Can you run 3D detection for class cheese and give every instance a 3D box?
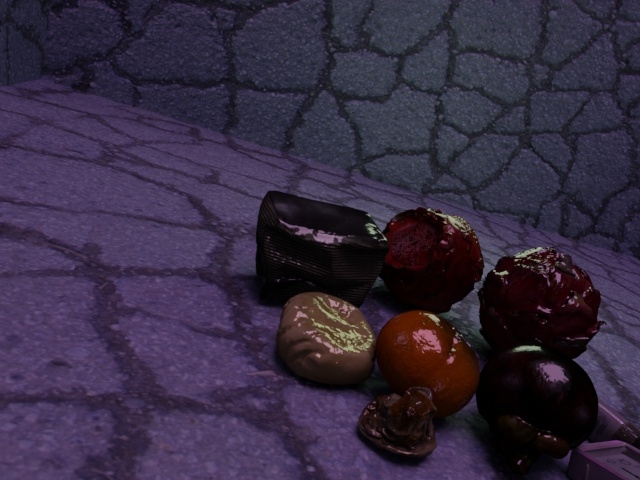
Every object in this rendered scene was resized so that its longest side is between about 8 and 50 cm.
[{"bbox_3d":[0.017,0.209,1.127,0.226,0.117,0.214,20,25,-9],"label":"cheese"}]

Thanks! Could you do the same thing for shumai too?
[{"bbox_3d":[0.155,0.314,0.959,0.146,0.116,0.145,16,18,-5],"label":"shumai"}]

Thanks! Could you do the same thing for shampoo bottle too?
[{"bbox_3d":[0.604,0.391,1.206,0.056,0.086,0.227,4,23,-32],"label":"shampoo bottle"}]

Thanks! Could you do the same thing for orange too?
[{"bbox_3d":[0.217,0.242,1.081,0.224,0.170,0.224,44,13,-13],"label":"orange"}]

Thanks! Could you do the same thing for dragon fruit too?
[{"bbox_3d":[0.567,0.185,1.407,0.329,0.329,0.329,17,20,-6],"label":"dragon fruit"},{"bbox_3d":[0.310,0.057,1.534,0.302,0.295,0.295,42,10,-24],"label":"dragon fruit"}]

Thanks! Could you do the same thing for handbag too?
[{"bbox_3d":[-0.015,0.037,1.369,0.341,0.240,0.247,12,22,-21],"label":"handbag"}]

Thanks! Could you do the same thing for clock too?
[{"bbox_3d":[0.582,0.446,0.984,0.150,0.063,0.197,5,6,-24],"label":"clock"}]

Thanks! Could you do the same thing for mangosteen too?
[{"bbox_3d":[0.411,0.330,1.036,0.228,0.228,0.265,22,49,10],"label":"mangosteen"}]

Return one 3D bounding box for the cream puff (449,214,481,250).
[{"bbox_3d":[0.424,0.005,1.896,0.303,0.212,0.303,12,20,-4],"label":"cream puff"}]
